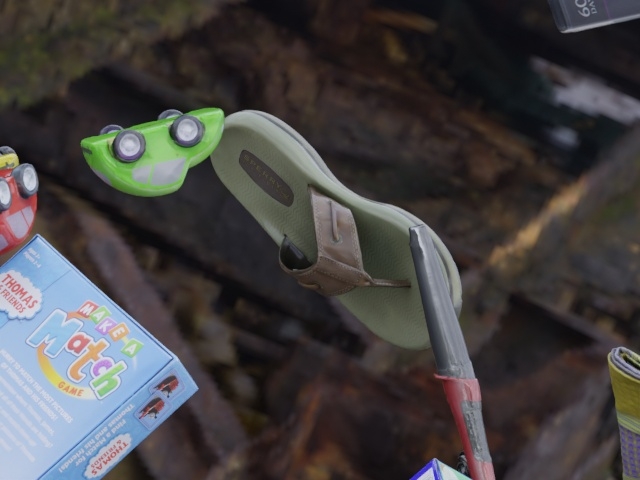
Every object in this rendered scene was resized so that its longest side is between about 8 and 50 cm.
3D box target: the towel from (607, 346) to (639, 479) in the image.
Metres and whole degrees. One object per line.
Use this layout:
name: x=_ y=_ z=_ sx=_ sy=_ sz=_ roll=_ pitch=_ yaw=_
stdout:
towel: x=0.119 y=0.074 z=0.623 sx=0.009 sy=0.083 sz=0.060 roll=-39 pitch=49 yaw=-25

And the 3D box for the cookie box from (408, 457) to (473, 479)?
cookie box: x=0.076 y=0.182 z=1.075 sx=0.107 sy=0.092 sz=0.040 roll=31 pitch=29 yaw=-29

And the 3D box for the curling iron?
curling iron: x=0.107 y=0.120 z=1.607 sx=0.035 sy=0.274 sz=0.068 roll=-22 pitch=14 yaw=-32

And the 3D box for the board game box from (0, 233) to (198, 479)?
board game box: x=-0.196 y=0.108 z=1.092 sx=0.160 sy=0.211 sz=0.039 roll=37 pitch=-15 yaw=43

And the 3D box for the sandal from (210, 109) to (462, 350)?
sandal: x=-0.001 y=0.000 z=1.690 sx=0.303 sy=0.120 sz=0.086 roll=38 pitch=37 yaw=24

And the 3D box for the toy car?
toy car: x=-0.167 y=-0.039 z=1.261 sx=0.225 sy=0.053 sz=0.239 roll=-15 pitch=11 yaw=-15

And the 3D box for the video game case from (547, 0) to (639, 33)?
video game case: x=0.225 y=-0.170 z=0.721 sx=0.274 sy=0.026 sz=0.196 roll=-10 pitch=40 yaw=19
